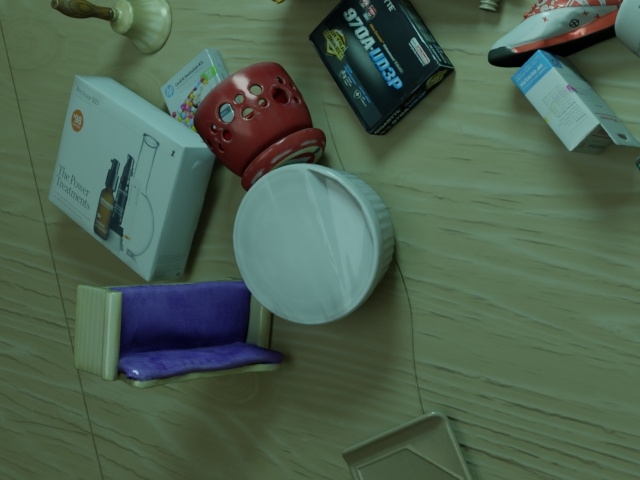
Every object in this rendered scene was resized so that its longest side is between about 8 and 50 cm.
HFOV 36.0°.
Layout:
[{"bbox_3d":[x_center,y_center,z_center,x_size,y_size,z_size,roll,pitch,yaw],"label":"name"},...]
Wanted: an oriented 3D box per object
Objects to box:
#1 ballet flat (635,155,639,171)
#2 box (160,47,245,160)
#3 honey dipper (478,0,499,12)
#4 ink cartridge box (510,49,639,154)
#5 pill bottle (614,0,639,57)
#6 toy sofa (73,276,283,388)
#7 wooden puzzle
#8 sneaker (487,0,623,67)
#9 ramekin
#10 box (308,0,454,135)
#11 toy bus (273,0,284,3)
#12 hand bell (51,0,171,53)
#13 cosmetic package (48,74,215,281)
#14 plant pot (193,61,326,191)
[{"bbox_3d":[0.532,-0.127,1.318,0.213,0.072,0.068,-3,62,36],"label":"ballet flat"},{"bbox_3d":[-0.221,-0.251,1.893,0.145,0.038,0.186,-33,71,33],"label":"box"},{"bbox_3d":[0.278,-0.433,1.515,0.030,0.030,0.160,20,101,35],"label":"honey dipper"},{"bbox_3d":[0.365,-0.182,1.408,0.061,0.104,0.181,-46,65,29],"label":"ink cartridge box"},{"bbox_3d":[0.455,-0.213,1.102,0.229,0.131,0.131,49,118,27],"label":"pill bottle"},{"bbox_3d":[-0.231,0.150,1.711,0.177,0.362,0.150,8,95,43],"label":"toy sofa"},{"bbox_3d":[0.165,0.421,1.621,0.221,0.044,0.238,-31,77,33],"label":"wooden puzzle"},{"bbox_3d":[0.358,-0.352,1.421,0.270,0.090,0.145,-16,81,33],"label":"sneaker"},{"bbox_3d":[0.000,0.000,1.653,0.273,0.127,0.273,5,102,28],"label":"ramekin"},{"bbox_3d":[0.097,-0.312,1.641,0.175,0.051,0.220,-41,67,30],"label":"box"},{"bbox_3d":[-0.016,-0.492,1.659,0.149,0.220,0.211,55,154,5],"label":"toy bus"},{"bbox_3d":[-0.419,-0.439,1.910,0.126,0.242,0.126,2,93,38],"label":"hand bell"},{"bbox_3d":[-0.383,-0.130,1.958,0.377,0.097,0.284,33,113,36],"label":"cosmetic package"},{"bbox_3d":[-0.100,-0.185,1.712,0.191,0.191,0.174,-41,74,31],"label":"plant pot"}]
